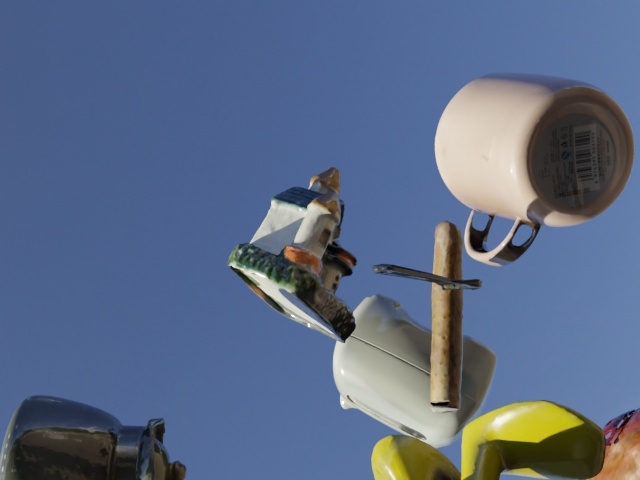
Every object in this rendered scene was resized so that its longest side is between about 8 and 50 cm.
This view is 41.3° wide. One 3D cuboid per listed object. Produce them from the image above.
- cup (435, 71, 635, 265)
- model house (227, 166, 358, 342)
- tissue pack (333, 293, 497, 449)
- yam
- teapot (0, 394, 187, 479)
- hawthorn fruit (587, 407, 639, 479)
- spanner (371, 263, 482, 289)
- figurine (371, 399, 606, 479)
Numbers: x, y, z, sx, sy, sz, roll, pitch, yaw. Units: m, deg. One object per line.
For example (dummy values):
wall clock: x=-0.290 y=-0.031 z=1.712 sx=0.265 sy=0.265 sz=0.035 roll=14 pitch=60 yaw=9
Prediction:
cup: x=0.260 y=-0.085 z=1.072 sx=0.191 sy=0.200 sz=0.253 roll=19 pitch=-84 yaw=-18
model house: x=0.000 y=0.000 z=1.572 sx=0.301 sy=0.190 sz=0.271 roll=-66 pitch=-30 yaw=-16
tissue pack: x=0.187 y=0.286 z=1.791 sx=0.236 sy=0.332 sz=0.229 roll=-59 pitch=-18 yaw=-17
yam: x=0.174 y=0.102 z=1.164 sx=0.046 sy=0.046 sz=0.264 roll=19 pitch=-112 yaw=-44
teapot: x=-0.366 y=0.414 z=1.395 sx=0.284 sy=0.223 sz=0.306 roll=3 pitch=-102 yaw=-4
hawthorn fruit: x=0.400 y=0.290 z=0.814 sx=0.315 sy=0.316 sz=0.316 roll=-17 pitch=-62 yaw=-35
spanner: x=0.130 y=0.044 z=1.002 sx=0.208 sy=0.046 sz=0.012 roll=14 pitch=-109 yaw=-49
figurine: x=0.113 y=0.296 z=0.493 sx=0.205 sy=0.283 sz=0.338 roll=-55 pitch=0 yaw=43
